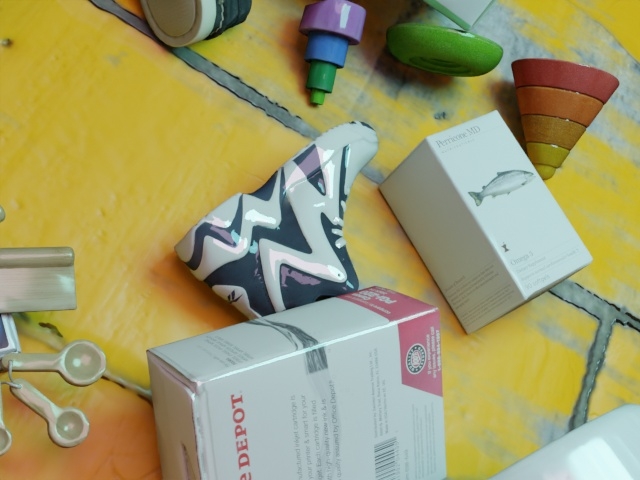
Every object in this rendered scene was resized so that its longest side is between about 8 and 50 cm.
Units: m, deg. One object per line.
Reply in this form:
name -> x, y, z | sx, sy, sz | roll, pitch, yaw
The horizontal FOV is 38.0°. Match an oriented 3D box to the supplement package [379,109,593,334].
supplement package -> 0.161, -0.018, 0.921 | 0.105, 0.105, 0.179 | -24, 77, -32

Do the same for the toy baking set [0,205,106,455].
toy baking set -> -0.267, 0.087, 0.648 | 0.256, 0.030, 0.196 | -29, 83, -32

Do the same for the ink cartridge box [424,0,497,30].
ink cartridge box -> 0.123, -0.370, 1.007 | 0.211, 0.121, 0.289 | 34, 31, -7

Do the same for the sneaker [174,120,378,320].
sneaker -> 0.000, 0.000, 0.848 | 0.235, 0.094, 0.153 | -38, 91, -39

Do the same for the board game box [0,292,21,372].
board game box -> -0.394, 0.034, 0.664 | 0.305, 0.053, 0.193 | -12, 72, -29

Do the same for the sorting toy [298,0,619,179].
sorting toy -> 0.144, -0.153, 1.004 | 0.366, 0.127, 0.126 | 11, 91, -17

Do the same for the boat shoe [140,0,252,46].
boat shoe -> -0.132, -0.365, 0.899 | 0.113, 0.127, 0.340 | -22, 101, -46

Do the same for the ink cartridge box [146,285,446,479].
ink cartridge box -> -0.014, 0.140, 0.729 | 0.218, 0.092, 0.158 | -14, 108, -32

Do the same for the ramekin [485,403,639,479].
ramekin -> 0.173, 0.240, 0.706 | 0.277, 0.277, 0.135 | -17, 66, -31
